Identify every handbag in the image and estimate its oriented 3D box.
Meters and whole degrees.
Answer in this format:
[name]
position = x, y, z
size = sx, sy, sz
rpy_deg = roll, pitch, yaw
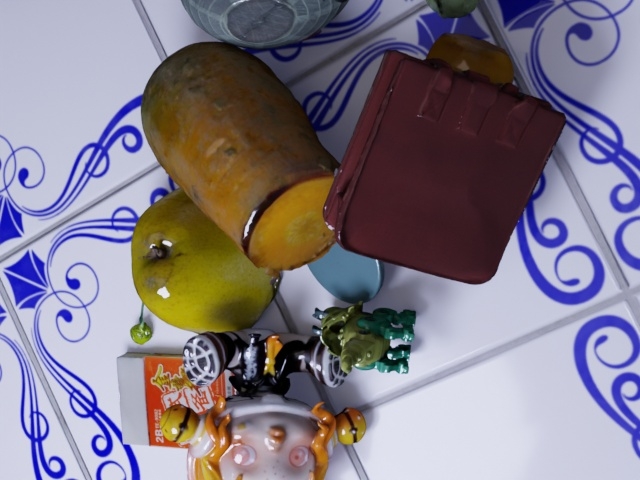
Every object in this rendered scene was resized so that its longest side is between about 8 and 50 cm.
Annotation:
[handbag]
position = 0.162, -0.093, 1.486
size = 0.260, 0.084, 0.275
rpy_deg = 14, 109, -17

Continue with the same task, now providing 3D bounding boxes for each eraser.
[eraser]
position = -0.230, 0.267, 1.858
size = 0.230, 0.038, 0.157
rpy_deg = 0, 98, 23

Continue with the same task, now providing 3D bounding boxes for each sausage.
[sausage]
position = 0.163, -0.114, 1.588
size = 0.134, 0.116, 0.353
rpy_deg = 16, 109, -4

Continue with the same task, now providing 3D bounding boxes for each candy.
[candy]
position = -0.295, 0.131, 1.842
size = 0.123, 0.035, 0.035
rpy_deg = 104, 146, -54

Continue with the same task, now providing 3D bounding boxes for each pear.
[pear]
position = -0.218, 0.048, 1.749
size = 0.267, 0.178, 0.266
rpy_deg = 6, 102, 27

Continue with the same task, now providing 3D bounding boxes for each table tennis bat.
[table tennis bat]
position = 0.000, 0.000, 1.698
size = 0.244, 0.040, 0.153
rpy_deg = 38, 136, 24

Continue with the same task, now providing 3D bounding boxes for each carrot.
[carrot]
position = -0.113, -0.131, 1.621
size = 0.224, 0.224, 0.340
rpy_deg = -52, 54, 21

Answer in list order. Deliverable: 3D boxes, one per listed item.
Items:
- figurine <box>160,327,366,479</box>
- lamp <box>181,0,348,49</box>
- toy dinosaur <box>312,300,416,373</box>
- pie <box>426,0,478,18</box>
[figurine]
position = -0.093, 0.299, 1.713
size = 0.320, 0.196, 0.323
rpy_deg = 6, 88, -17
[lamp]
position = -0.073, -0.391, 1.595
size = 0.265, 0.233, 0.233
rpy_deg = -18, 90, 31
[toy dinosaur]
position = 0.068, 0.148, 1.608
size = 0.153, 0.259, 0.094
rpy_deg = 5, 103, -4
[pie]
position = 0.194, -0.477, 1.454
size = 0.078, 0.296, 0.371
rpy_deg = 2, 99, -13
